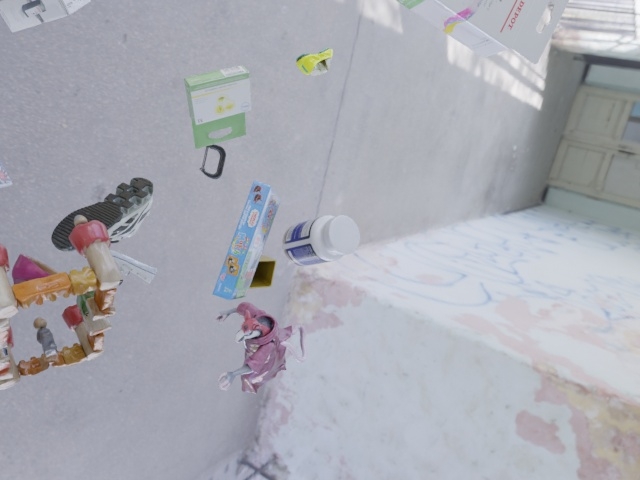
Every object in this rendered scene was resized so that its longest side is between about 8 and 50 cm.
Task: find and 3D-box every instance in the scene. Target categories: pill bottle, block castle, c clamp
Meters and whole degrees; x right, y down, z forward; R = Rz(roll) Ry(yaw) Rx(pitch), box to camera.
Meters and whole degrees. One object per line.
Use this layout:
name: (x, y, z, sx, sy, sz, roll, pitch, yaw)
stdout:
pill bottle: (0.000, 0.000, 1.719, 0.153, 0.264, 0.153, 6, 79, -35)
block castle: (-0.677, 0.149, 1.260, 0.303, 0.213, 0.453, -16, 153, -37)
c clamp: (-0.441, -0.327, 2.064, 0.137, 0.022, 0.161, 10, 83, -39)

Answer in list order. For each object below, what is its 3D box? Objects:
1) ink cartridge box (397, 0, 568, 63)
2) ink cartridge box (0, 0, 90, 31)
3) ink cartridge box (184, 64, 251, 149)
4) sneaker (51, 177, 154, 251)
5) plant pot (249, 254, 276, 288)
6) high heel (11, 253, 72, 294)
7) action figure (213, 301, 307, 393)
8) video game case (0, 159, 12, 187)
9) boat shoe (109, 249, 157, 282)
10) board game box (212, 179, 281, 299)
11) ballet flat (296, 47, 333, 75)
ink cartridge box: (0.344, -0.542, 1.116, 0.353, 0.119, 0.207, 26, 93, -17)
ink cartridge box: (-0.854, -0.738, 1.611, 0.159, 0.217, 0.092, -80, 158, -49)
ink cartridge box: (-0.280, -0.360, 1.459, 0.171, 0.056, 0.235, -21, 140, -22)
sneaker: (-0.591, -0.038, 1.460, 0.330, 0.122, 0.146, -44, 156, -44)
plant pot: (-0.182, 0.077, 1.429, 0.081, 0.083, 0.081, 0, 110, -39)
high heel: (-0.938, 0.114, 1.885, 0.127, 0.377, 0.181, 86, -2, -74)
action figure: (-0.156, 0.302, 1.468, 0.370, 0.275, 0.248, 98, -16, -59)
video game case: (-0.913, -0.220, 1.375, 0.201, 0.023, 0.183, -111, -178, -77)
boat shoe: (-0.797, 0.108, 2.156, 0.083, 0.226, 0.076, 117, -4, -81)
board game box: (-0.133, 0.004, 0.976, 0.160, 0.039, 0.212, 59, 49, -86)
ballet flat: (-0.009, -0.625, 1.835, 0.077, 0.077, 0.231, 56, 36, -5)
